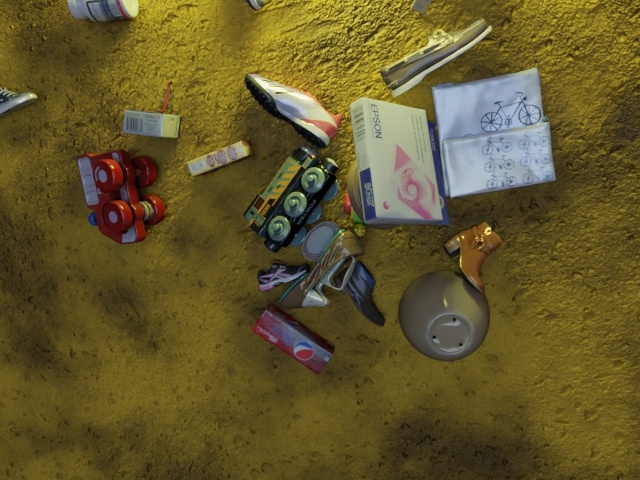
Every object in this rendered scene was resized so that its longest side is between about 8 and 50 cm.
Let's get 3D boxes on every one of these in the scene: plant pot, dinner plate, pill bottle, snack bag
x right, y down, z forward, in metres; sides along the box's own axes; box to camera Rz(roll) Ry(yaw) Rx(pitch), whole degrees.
[{"bbox_3d":[0.380,0.249,1.584,0.284,0.191,0.284,1,100,7],"label":"plant pot"},{"bbox_3d":[0.000,0.000,1.631,0.017,0.141,0.141,44,107,42],"label":"dinner plate"},{"bbox_3d":[-0.655,-0.717,1.574,0.180,0.108,0.108,-3,100,8],"label":"pill bottle"},{"bbox_3d":[0.509,-0.316,1.541,0.323,0.037,0.343,-8,99,9],"label":"snack bag"},{"bbox_3d":[0.200,-0.155,1.505,0.237,0.109,0.237,5,80,-33],"label":"plant pot"}]

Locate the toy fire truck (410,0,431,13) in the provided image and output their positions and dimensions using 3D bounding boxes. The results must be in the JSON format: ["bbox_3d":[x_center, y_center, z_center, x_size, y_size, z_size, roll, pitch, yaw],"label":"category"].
[{"bbox_3d":[0.284,-0.786,1.439,0.217,0.158,0.246,20,92,3],"label":"toy fire truck"}]

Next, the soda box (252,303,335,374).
[{"bbox_3d":[-0.086,0.320,1.709,0.263,0.083,0.092,34,102,0],"label":"soda box"}]

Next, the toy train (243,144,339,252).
[{"bbox_3d":[-0.088,-0.129,1.588,0.190,0.142,0.334,41,102,27],"label":"toy train"}]

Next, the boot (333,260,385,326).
[{"bbox_3d":[0.150,0.168,1.653,0.219,0.082,0.106,46,105,-1],"label":"boot"}]

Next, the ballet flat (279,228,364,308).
[{"bbox_3d":[0.012,0.123,1.624,0.342,0.116,0.124,-48,70,12],"label":"ballet flat"}]

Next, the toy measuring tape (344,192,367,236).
[{"bbox_3d":[0.135,-0.170,1.575,0.121,0.121,0.330,8,101,6],"label":"toy measuring tape"}]

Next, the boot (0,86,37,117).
[{"bbox_3d":[-1.010,-0.461,1.685,0.190,0.069,0.086,-18,101,12],"label":"boot"}]

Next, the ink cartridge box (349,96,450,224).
[{"bbox_3d":[0.241,-0.207,1.430,0.330,0.071,0.324,-1,79,-34],"label":"ink cartridge box"}]

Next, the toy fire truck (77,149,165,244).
[{"bbox_3d":[-0.658,-0.138,1.673,0.254,0.169,0.302,-4,100,32],"label":"toy fire truck"}]

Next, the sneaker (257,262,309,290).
[{"bbox_3d":[-0.126,0.102,1.684,0.178,0.072,0.077,-20,86,4],"label":"sneaker"}]

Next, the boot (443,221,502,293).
[{"bbox_3d":[0.478,0.046,1.562,0.152,0.073,0.197,-30,66,5],"label":"boot"}]

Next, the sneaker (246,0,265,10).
[{"bbox_3d":[-0.154,-0.827,1.489,0.178,0.124,0.296,-10,98,18],"label":"sneaker"}]

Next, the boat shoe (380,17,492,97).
[{"bbox_3d":[0.324,-0.535,1.485,0.324,0.116,0.097,-31,98,17],"label":"boat shoe"}]

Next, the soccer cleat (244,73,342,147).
[{"bbox_3d":[-0.082,-0.412,1.574,0.318,0.108,0.116,37,82,1],"label":"soccer cleat"}]

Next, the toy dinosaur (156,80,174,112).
[{"bbox_3d":[-0.486,-0.439,1.624,0.047,0.090,0.082,11,57,-5],"label":"toy dinosaur"}]

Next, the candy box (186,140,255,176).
[{"bbox_3d":[-0.305,-0.252,1.617,0.186,0.109,0.053,-20,97,11],"label":"candy box"}]

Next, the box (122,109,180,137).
[{"bbox_3d":[-0.515,-0.357,1.608,0.126,0.137,0.072,8,101,6],"label":"box"}]
